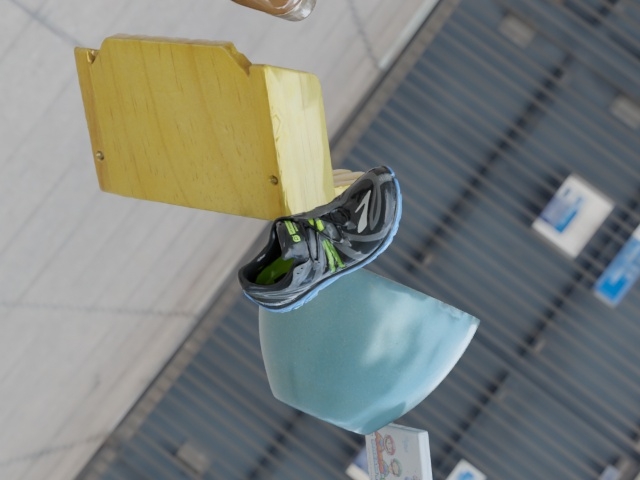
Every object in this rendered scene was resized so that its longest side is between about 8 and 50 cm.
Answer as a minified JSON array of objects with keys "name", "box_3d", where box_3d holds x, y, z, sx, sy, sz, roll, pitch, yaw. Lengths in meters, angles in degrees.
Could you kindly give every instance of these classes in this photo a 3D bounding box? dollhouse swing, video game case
[{"name":"dollhouse swing","box_3d":[-0.108,-0.178,2.192,0.305,0.347,0.315,-32,123,-46]},{"name":"video game case","box_3d":[0.105,0.321,2.002,0.019,0.157,0.143,-7,-176,-27]}]

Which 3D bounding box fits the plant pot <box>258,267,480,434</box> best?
[{"name":"plant pot","box_3d":[0.036,0.138,1.966,0.290,0.290,0.195,51,61,-84]}]

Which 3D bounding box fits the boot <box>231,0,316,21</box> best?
[{"name":"boot","box_3d":[-0.150,-0.341,1.750,0.109,0.283,0.220,-59,164,4]}]

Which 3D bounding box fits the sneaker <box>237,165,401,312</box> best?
[{"name":"sneaker","box_3d":[0.000,0.000,1.409,0.188,0.067,0.078,-38,146,19]}]
